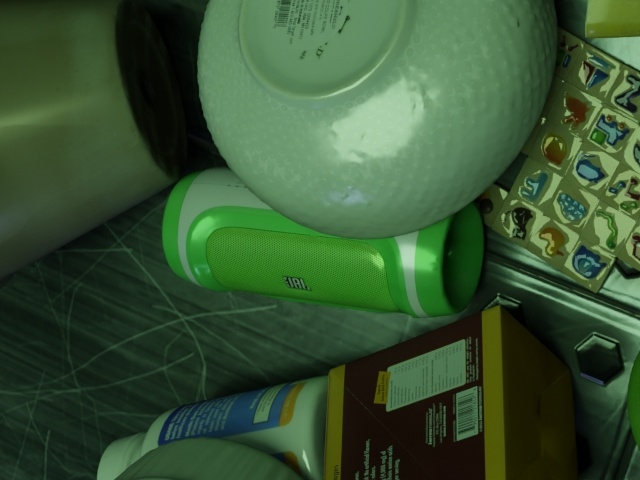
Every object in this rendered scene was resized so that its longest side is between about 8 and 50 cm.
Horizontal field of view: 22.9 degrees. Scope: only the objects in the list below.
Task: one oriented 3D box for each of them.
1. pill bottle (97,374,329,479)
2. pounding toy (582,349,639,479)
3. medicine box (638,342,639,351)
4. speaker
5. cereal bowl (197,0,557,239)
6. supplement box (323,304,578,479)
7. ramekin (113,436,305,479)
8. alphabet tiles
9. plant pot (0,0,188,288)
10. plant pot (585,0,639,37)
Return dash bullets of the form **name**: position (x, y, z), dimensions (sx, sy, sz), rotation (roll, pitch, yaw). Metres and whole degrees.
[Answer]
- **pill bottle**: position (-0.085, 0.231, 1.588), dimensions (0.272, 0.152, 0.152), rotation (-14, 92, 30)
- **pounding toy**: position (0.302, 0.163, 1.224), dimensions (0.183, 0.110, 0.237), rotation (31, 112, 21)
- **medicine box**: position (0.438, 0.183, 1.303), dimensions (0.289, 0.149, 0.263), rotation (-8, 95, 28)
- **speaker**: position (0.000, 0.000, 1.516), dimensions (0.296, 0.131, 0.131), rotation (6, 102, 27)
- **cereal bowl**: position (0.031, -0.178, 1.396), dimensions (0.339, 0.141, 0.339), rotation (-6, 76, 24)
- **supplement box**: position (0.117, 0.196, 1.434), dimensions (0.194, 0.129, 0.191), rotation (-24, 44, 30)
- **ramekin**: position (-0.100, 0.305, 1.465), dimensions (0.273, 0.127, 0.273), rotation (11, 122, 18)
- **alphabet tiles**: position (0.232, -0.075, 1.446), dimensions (0.237, 0.009, 0.198), rotation (33, 112, 19)
- **plant pot**: position (-0.294, -0.118, 1.576), dimensions (0.280, 0.323, 0.323), rotation (-14, 93, 12)
- **plant pot**: position (0.323, -0.266, 1.263), dimensions (0.187, 0.212, 0.212), rotation (7, 103, 13)
